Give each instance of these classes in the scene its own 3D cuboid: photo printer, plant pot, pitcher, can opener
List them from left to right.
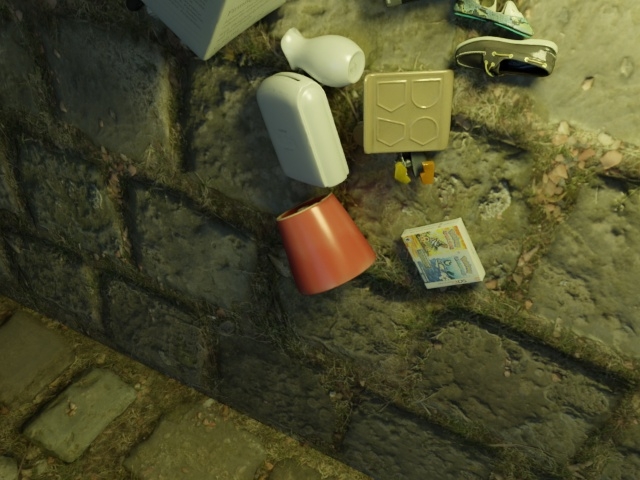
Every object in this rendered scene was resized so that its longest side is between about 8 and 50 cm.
[{"bbox_3d":[-0.058,-0.313,1.585,0.256,0.107,0.307,26,142,53],"label":"photo printer"},{"bbox_3d":[0.000,0.000,1.759,0.275,0.275,0.243,-18,104,39],"label":"plant pot"},{"bbox_3d":[0.012,-0.457,1.499,0.207,0.125,0.178,23,154,28],"label":"pitcher"},{"bbox_3d":[0.220,-0.298,1.532,0.095,0.076,0.283,-15,119,2],"label":"can opener"}]

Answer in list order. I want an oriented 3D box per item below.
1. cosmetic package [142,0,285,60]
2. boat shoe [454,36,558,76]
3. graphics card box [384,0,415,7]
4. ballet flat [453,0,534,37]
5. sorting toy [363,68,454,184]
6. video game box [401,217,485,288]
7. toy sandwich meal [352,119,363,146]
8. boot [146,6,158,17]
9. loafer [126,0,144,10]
[{"bbox_3d":[-0.223,-0.686,1.241,0.327,0.329,0.394,45,152,-5],"label":"cosmetic package"},{"bbox_3d":[0.413,-0.411,1.297,0.228,0.068,0.081,8,162,26],"label":"boat shoe"},{"bbox_3d":[0.290,-0.649,1.190,0.371,0.094,0.233,-2,122,31],"label":"graphics card box"},{"bbox_3d":[0.389,-0.507,1.263,0.188,0.070,0.070,22,132,10],"label":"ballet flat"},{"bbox_3d":[0.222,-0.286,1.478,0.229,0.041,0.307,-5,123,-2],"label":"sorting toy"},{"bbox_3d":[0.366,0.044,1.704,0.187,0.048,0.205,-15,115,35],"label":"video game box"},{"bbox_3d":[0.128,-0.300,1.599,0.085,0.029,0.085,16,134,17],"label":"toy sandwich meal"},{"bbox_3d":[-0.371,-0.616,1.607,0.258,0.095,0.123,5,119,27],"label":"boot"},{"bbox_3d":[-0.530,-0.727,1.643,0.062,0.061,0.170,41,135,-4],"label":"loafer"}]
